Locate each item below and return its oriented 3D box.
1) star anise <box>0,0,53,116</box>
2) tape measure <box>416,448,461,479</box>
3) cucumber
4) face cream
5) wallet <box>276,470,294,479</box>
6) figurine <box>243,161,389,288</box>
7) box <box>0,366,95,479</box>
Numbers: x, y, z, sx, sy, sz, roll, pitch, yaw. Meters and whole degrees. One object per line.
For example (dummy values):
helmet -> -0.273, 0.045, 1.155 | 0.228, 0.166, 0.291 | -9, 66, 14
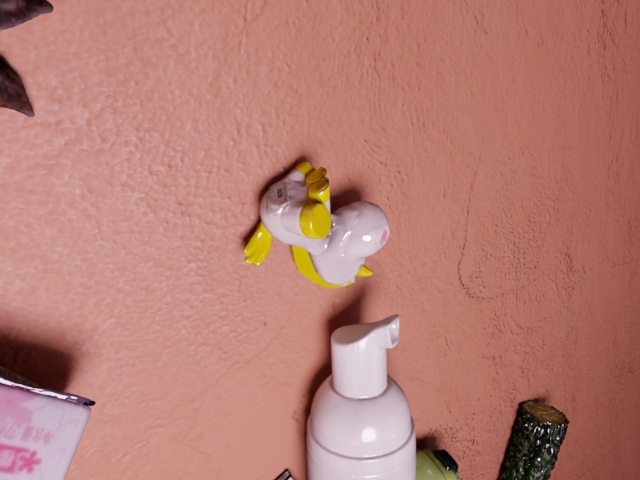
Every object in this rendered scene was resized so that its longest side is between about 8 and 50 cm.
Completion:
star anise -> -0.282, -0.140, 0.255 | 0.212, 0.129, 0.283 | 34, 95, -29
tape measure -> 0.160, 0.417, 0.734 | 0.177, 0.087, 0.154 | -25, 129, -22
cucumber -> 0.424, 0.519, 0.933 | 0.096, 0.096, 0.359 | 4, 103, -33
face cream -> 0.053, 0.264, 0.583 | 0.145, 0.145, 0.370 | -9, 105, -30
wallet -> -0.110, 0.436, 0.609 | 0.232, 0.025, 0.119 | -36, 121, -18
figurine -> 0.007, -0.004, 0.507 | 0.178, 0.109, 0.129 | 27, 117, -36
box -> -0.313, 0.253, 0.273 | 0.190, 0.112, 0.370 | 36, 52, -35
